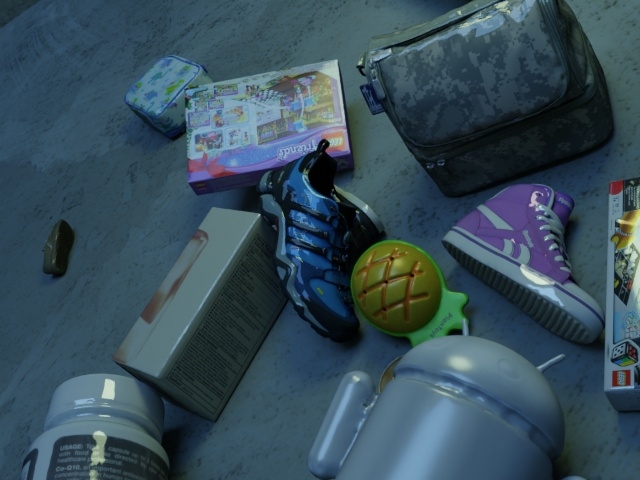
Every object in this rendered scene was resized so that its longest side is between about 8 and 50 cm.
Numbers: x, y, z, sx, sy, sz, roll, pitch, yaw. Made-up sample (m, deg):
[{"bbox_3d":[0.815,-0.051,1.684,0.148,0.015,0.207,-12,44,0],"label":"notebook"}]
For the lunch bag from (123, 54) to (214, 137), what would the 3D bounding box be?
[{"bbox_3d":[-0.344,-0.340,1.907,0.176,0.090,0.219,-50,40,-9],"label":"lunch bag"}]

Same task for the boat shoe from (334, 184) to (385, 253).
[{"bbox_3d":[0.007,-0.054,1.356,0.079,0.084,0.233,-47,43,-5],"label":"boat shoe"}]

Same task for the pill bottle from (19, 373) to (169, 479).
[{"bbox_3d":[-0.313,0.376,1.120,0.204,0.204,0.361,-24,42,20],"label":"pill bottle"}]

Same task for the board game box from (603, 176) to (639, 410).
[{"bbox_3d":[0.431,0.044,0.942,0.193,0.053,0.305,-11,48,32],"label":"board game box"}]

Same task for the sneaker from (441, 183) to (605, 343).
[{"bbox_3d":[0.290,0.008,1.057,0.161,0.102,0.282,-41,39,-4],"label":"sneaker"}]

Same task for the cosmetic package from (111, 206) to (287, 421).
[{"bbox_3d":[-0.169,0.110,1.296,0.129,0.153,0.296,10,60,43],"label":"cosmetic package"}]

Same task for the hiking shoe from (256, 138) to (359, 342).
[{"bbox_3d":[0.000,0.000,1.218,0.132,0.113,0.304,-34,65,27],"label":"hiking shoe"}]

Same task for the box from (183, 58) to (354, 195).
[{"bbox_3d":[-0.096,-0.203,1.482,0.293,0.057,0.201,-9,66,7],"label":"box"}]

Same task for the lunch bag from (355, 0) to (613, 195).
[{"bbox_3d":[0.239,-0.238,1.201,0.305,0.256,0.212,-18,44,27],"label":"lunch bag"}]

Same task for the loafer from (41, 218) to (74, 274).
[{"bbox_3d":[-0.577,0.014,1.792,0.050,0.056,0.148,-19,43,16],"label":"loafer"}]

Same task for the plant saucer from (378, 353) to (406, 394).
[{"bbox_3d":[0.117,0.190,1.091,0.083,0.015,0.083,-22,44,23],"label":"plant saucer"}]

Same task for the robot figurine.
[{"bbox_3d":[0.131,0.249,0.878,0.300,0.200,0.353,25,69,20],"label":"robot figurine"}]

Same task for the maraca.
[{"bbox_3d":[0.121,0.077,1.135,0.185,0.099,0.127,41,99,27],"label":"maraca"}]
